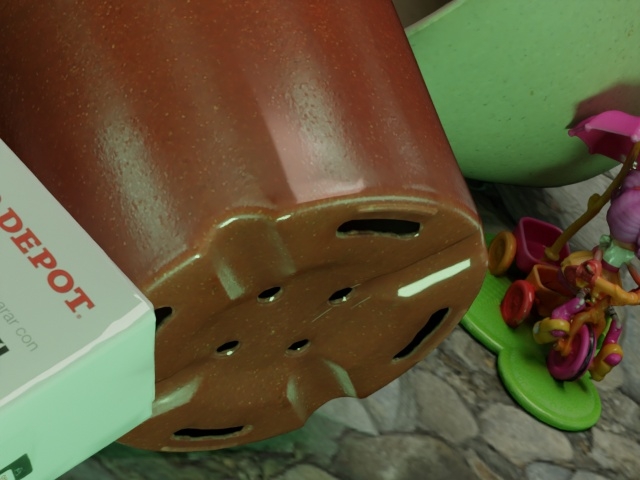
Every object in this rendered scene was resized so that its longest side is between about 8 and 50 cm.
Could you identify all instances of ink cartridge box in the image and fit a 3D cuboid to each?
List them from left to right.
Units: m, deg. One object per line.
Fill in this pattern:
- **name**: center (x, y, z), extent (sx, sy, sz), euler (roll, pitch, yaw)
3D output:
- **ink cartridge box**: center (-0.184, 0.048, 0.646), extent (0.203, 0.086, 0.148), euler (-34, 66, -26)

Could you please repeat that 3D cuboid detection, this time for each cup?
- **cup**: center (0.120, -0.170, 1.121), extent (0.237, 0.331, 0.331), euler (43, 22, -36)

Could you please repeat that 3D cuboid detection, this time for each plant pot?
- **plant pot**: center (-0.060, -0.059, 0.836), extent (0.272, 0.272, 0.265), euler (2, 50, -39)

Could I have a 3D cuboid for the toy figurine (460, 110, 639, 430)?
- **toy figurine**: center (0.165, 0.000, 1.025), extent (0.130, 0.159, 0.173), euler (18, 35, -21)
